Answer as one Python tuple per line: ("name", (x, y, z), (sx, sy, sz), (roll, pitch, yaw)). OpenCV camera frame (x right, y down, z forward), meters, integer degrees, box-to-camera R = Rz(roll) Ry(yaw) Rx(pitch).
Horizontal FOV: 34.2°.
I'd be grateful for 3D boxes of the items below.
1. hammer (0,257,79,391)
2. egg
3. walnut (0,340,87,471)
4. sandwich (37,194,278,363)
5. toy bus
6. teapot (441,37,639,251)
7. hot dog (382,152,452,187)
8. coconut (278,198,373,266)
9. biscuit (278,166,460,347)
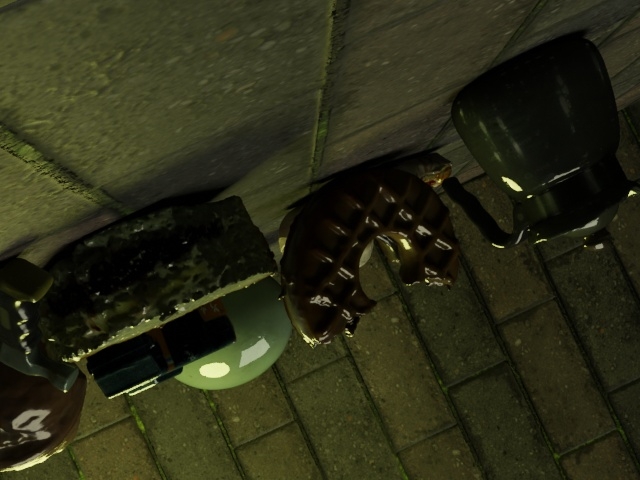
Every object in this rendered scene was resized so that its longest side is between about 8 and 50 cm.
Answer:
("hammer", (-0.358, 0.092, 1.228), (0.041, 0.158, 0.226), (-62, 178, -34))
("egg", (-0.225, 0.203, 2.415), (0.389, 0.276, 0.276), (-27, 176, 43))
("walnut", (-0.516, 0.264, 1.706), (0.273, 0.273, 0.227), (-25, -152, -3))
("sandwich", (-0.218, 0.046, 1.345), (0.262, 0.131, 0.325), (-21, 178, -33))
("toy bus", (-0.320, 0.176, 2.046), (0.161, 0.194, 0.323), (-25, 177, 25))
("teapot", (0.303, -0.099, 1.477), (0.305, 0.285, 0.223), (-27, 176, 22))
("hot dog", (0.164, -0.118, 2.019), (0.131, 0.069, 0.252), (-26, 175, 35))
("coconut", (0.000, 0.000, 1.932), (0.183, 0.171, 0.171), (-31, 174, 38))
("biscuit", (0.079, 0.012, 1.798), (0.366, 0.268, 0.115), (-24, -164, -33))
